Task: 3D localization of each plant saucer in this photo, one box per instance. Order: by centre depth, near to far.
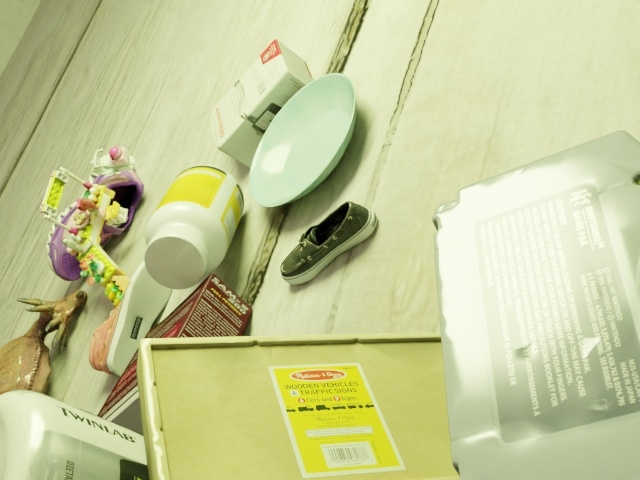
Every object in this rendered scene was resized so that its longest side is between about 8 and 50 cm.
[{"bbox_3d":[-0.014,-0.119,1.076,0.195,0.037,0.195,-35,38,32],"label":"plant saucer"}]

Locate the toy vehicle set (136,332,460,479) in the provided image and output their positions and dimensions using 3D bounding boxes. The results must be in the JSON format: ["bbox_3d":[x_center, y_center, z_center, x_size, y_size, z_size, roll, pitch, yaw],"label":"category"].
[{"bbox_3d":[0.005,0.135,0.634,0.166,0.267,0.035,-114,30,-54],"label":"toy vehicle set"}]

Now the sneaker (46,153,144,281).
[{"bbox_3d":[-0.376,-0.031,1.450,0.104,0.095,0.236,31,90,44],"label":"sneaker"}]

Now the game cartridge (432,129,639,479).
[{"bbox_3d":[0.181,0.052,0.599,0.196,0.060,0.294,-23,41,25],"label":"game cartridge"}]

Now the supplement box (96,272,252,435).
[{"bbox_3d":[-0.164,0.148,0.939,0.130,0.073,0.239,-41,14,24],"label":"supplement box"}]

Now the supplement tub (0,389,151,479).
[{"bbox_3d":[-0.136,0.255,0.653,0.193,0.316,0.194,-33,40,33],"label":"supplement tub"}]

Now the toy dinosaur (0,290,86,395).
[{"bbox_3d":[-0.460,0.200,1.334,0.200,0.127,0.296,-35,43,21],"label":"toy dinosaur"}]

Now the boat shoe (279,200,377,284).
[{"bbox_3d":[0.000,0.000,0.950,0.142,0.040,0.049,-36,38,31],"label":"boat shoe"}]

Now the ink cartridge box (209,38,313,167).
[{"bbox_3d":[-0.083,-0.193,1.208,0.150,0.063,0.109,-45,34,20],"label":"ink cartridge box"}]

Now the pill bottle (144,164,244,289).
[{"bbox_3d":[-0.161,-0.017,1.080,0.103,0.103,0.184,-41,16,24],"label":"pill bottle"}]

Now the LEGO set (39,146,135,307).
[{"bbox_3d":[-0.358,-0.018,1.314,0.132,0.107,0.287,-21,58,20],"label":"LEGO set"}]

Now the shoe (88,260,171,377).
[{"bbox_3d":[-0.272,0.104,1.206,0.081,0.063,0.178,-2,65,47],"label":"shoe"}]
